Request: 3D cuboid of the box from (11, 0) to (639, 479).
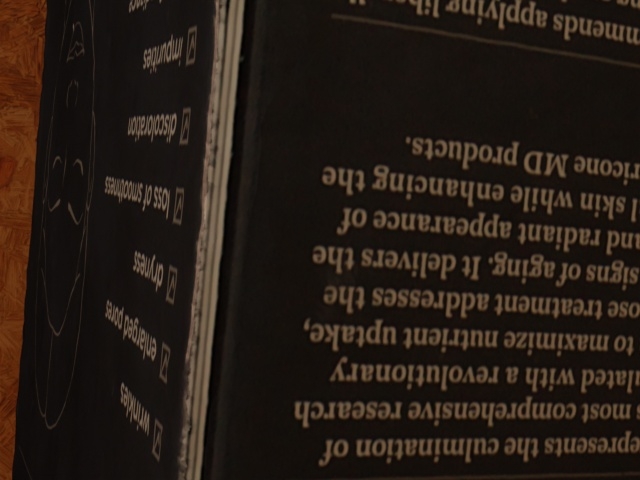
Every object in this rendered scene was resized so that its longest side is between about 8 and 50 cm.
[{"bbox_3d":[0.000,0.000,0.606,0.480,0.298,0.471,-164,81,-67],"label":"box"}]
